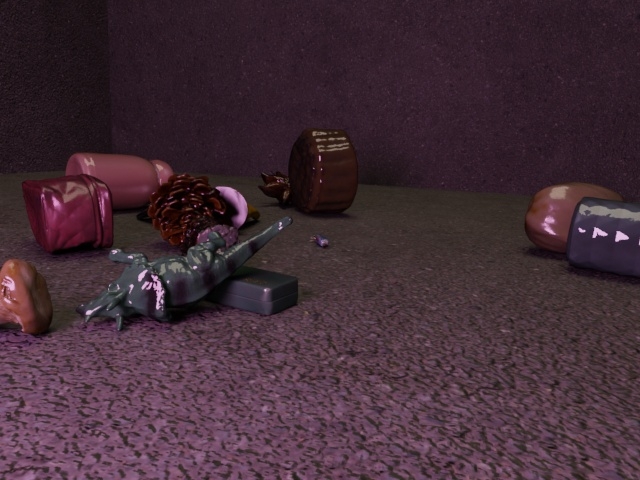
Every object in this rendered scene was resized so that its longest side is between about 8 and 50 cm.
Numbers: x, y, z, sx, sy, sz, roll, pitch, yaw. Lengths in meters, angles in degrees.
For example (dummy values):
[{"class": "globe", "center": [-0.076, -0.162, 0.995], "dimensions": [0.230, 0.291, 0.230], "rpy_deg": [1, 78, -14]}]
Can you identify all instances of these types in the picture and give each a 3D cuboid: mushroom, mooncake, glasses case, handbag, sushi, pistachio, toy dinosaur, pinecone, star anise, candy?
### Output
[{"class": "mushroom", "center": [-0.404, 0.055, 0.564], "dimensions": [0.212, 0.097, 0.088], "rpy_deg": [6, 1, 14]}, {"class": "mooncake", "center": [-0.001, -0.229, 1.651], "dimensions": [0.161, 0.291, 0.290], "rpy_deg": [-5, 13, -21]}, {"class": "glasses case", "center": [-0.126, 0.064, 0.729], "dimensions": [0.184, 0.039, 0.077], "rpy_deg": [9, 13, 30]}, {"class": "handbag", "center": [-0.496, -0.056, 0.988], "dimensions": [0.135, 0.147, 0.225], "rpy_deg": [-10, 14, -37]}, {"class": "sushi", "center": [-0.194, 0.010, 0.863], "dimensions": [0.098, 0.094, 0.084], "rpy_deg": [2, 12, -33]}, {"class": "pistachio", "center": [0.607, -0.044, 1.162], "dimensions": [0.287, 0.166, 0.197], "rpy_deg": [4, 35, -14]}, {"class": "toy dinosaur", "center": [-0.176, 0.033, 0.668], "dimensions": [0.120, 0.079, 0.292], "rpy_deg": [25, 42, 35]}, {"class": "pinecone", "center": [-0.278, -0.057, 1.048], "dimensions": [0.173, 0.174, 0.173], "rpy_deg": [3, 11, 0]}, {"class": "star anise", "center": [-0.116, -0.169, 1.834], "dimensions": [0.271, 0.103, 0.272], "rpy_deg": [16, 33, -10]}, {"class": "candy", "center": [0.000, -0.001, 1.141], "dimensions": [0.030, 0.020, 0.083], "rpy_deg": [-1, 13, -16]}]

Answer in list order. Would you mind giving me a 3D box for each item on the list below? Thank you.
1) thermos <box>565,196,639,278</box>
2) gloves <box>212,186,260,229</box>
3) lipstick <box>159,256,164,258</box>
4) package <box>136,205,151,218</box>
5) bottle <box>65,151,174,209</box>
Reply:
[{"class": "thermos", "center": [0.639, 0.000, 0.952], "dimensions": [0.286, 0.145, 0.182], "rpy_deg": [12, 35, 32]}, {"class": "gloves", "center": [-0.240, -0.078, 1.348], "dimensions": [0.133, 0.116, 0.294], "rpy_deg": [30, 1, -3]}, {"class": "lipstick", "center": [-0.256, 0.044, 0.823], "dimensions": [0.037, 0.037, 0.116], "rpy_deg": [-2, 8, -21]}, {"class": "package", "center": [-0.397, -0.095, 1.373], "dimensions": [0.171, 0.027, 0.173], "rpy_deg": [-12, -5, -41]}, {"class": "bottle", "center": [-0.589, -0.165, 1.518], "dimensions": [0.296, 0.173, 0.206], "rpy_deg": [-6, 45, -47]}]
